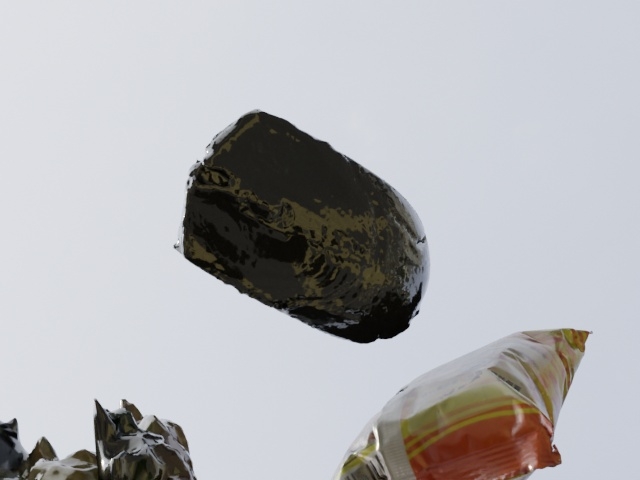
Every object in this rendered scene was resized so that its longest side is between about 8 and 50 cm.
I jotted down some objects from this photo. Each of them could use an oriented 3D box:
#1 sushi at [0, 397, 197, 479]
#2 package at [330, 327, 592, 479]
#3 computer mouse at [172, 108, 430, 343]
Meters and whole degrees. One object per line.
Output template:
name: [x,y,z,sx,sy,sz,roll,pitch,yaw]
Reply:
sushi: [-0.137,0.192,0.628,0.218,0.225,0.239,-11,-81,13]
package: [0.113,0.151,1.031,0.223,0.288,0.108,-31,-87,19]
computer mouse: [0.000,0.000,0.897,0.217,0.073,0.122,30,-99,-24]
